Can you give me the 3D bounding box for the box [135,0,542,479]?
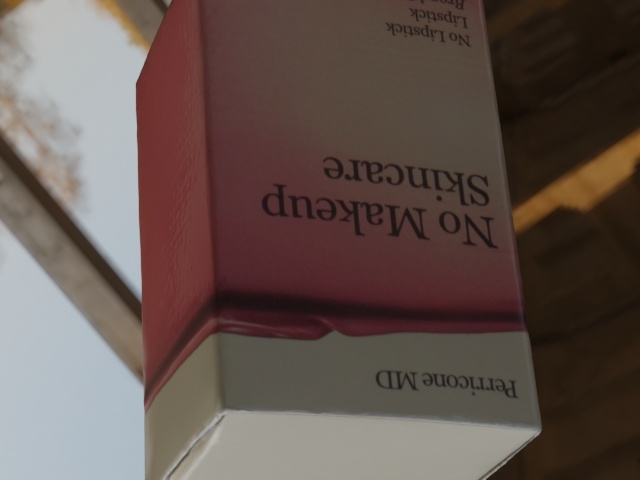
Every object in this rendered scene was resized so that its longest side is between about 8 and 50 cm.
[{"bbox_3d":[0.000,0.000,0.774,0.127,0.148,0.232,126,-36,-56],"label":"box"}]
